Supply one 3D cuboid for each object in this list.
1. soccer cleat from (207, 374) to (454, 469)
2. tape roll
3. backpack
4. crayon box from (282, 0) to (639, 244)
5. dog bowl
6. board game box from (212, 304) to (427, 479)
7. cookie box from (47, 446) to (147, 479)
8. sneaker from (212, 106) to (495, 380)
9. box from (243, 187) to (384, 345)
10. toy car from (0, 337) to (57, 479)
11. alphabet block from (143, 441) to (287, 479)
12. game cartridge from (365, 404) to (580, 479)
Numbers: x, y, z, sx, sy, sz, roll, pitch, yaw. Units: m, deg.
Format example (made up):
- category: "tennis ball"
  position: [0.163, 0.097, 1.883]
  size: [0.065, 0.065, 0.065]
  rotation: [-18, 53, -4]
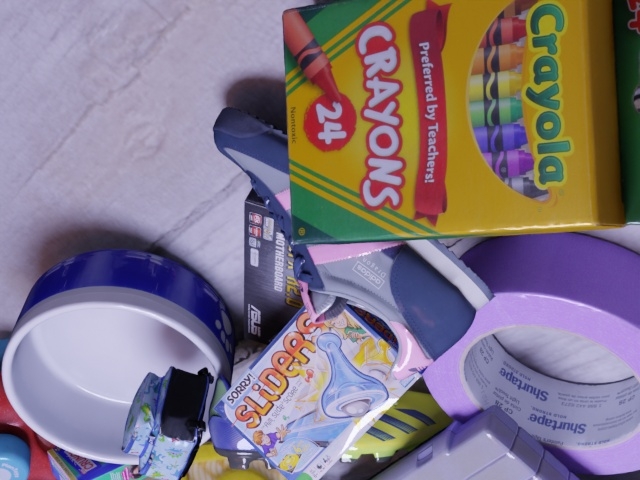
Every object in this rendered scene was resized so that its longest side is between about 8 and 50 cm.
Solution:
- category: "soccer cleat"
  position: [0.017, 0.189, 1.338]
  size: [0.289, 0.121, 0.093]
  rotation: [-3, 180, -10]
- category: "tape roll"
  position: [0.243, 0.118, 1.189]
  size: [0.275, 0.090, 0.274]
  rotation: [15, 138, 13]
- category: "backpack"
  position: [-0.175, 0.208, 1.315]
  size: [0.084, 0.105, 0.114]
  rotation: [15, 129, -8]
- category: "crayon box"
  position: [0.123, -0.104, 0.939]
  size: [0.319, 0.081, 0.202]
  rotation: [-4, 88, 31]
- category: "dog bowl"
  position: [-0.235, 0.141, 1.400]
  size: [0.265, 0.104, 0.264]
  rotation: [2, 127, 2]
- category: "board game box"
  position: [-0.002, 0.152, 1.225]
  size: [0.136, 0.035, 0.201]
  rotation: [42, 115, 5]
- category: "cookie box"
  position: [-0.275, 0.278, 1.481]
  size: [0.092, 0.107, 0.040]
  rotation: [32, 137, 48]
- category: "sneaker"
  position: [0.000, 0.000, 1.101]
  size: [0.319, 0.131, 0.112]
  rotation: [37, 179, 18]
- category: "box"
  position: [0.010, 0.044, 1.261]
  size: [0.183, 0.056, 0.231]
  rotation: [18, 140, 11]
- category: "toy car"
  position: [-0.322, 0.240, 1.585]
  size: [0.238, 0.219, 0.210]
  rotation: [-18, 128, 6]
- category: "alphabet block"
  position: [-0.140, 0.381, 1.550]
  size: [0.192, 0.193, 0.197]
  rotation: [0, 154, -35]
- category: "game cartridge"
  position: [0.146, 0.337, 1.310]
  size: [0.230, 0.068, 0.355]
  rotation: [45, 127, -4]
